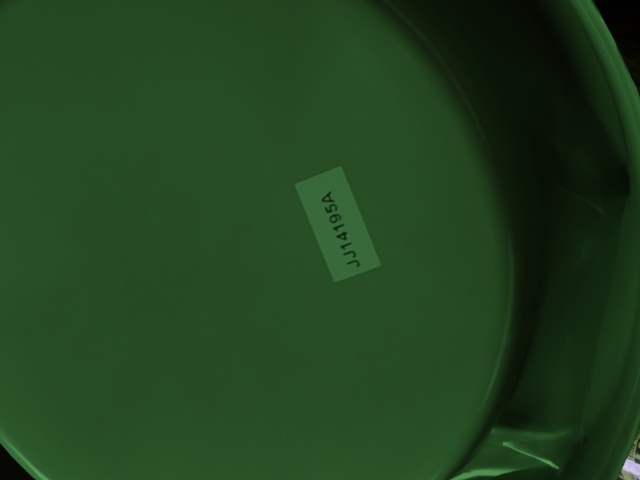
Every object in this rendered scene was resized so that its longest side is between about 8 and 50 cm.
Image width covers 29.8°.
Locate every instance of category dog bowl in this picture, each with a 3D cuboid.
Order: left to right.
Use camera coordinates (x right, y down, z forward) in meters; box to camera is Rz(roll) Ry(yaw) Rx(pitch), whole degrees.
[{"bbox_3d":[-0.037,-0.001,0.485,0.348,0.349,0.102,31,-160,9],"label":"dog bowl"}]

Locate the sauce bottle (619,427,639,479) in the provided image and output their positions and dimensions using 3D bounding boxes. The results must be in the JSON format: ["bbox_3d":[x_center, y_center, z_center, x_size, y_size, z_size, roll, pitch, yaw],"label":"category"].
[{"bbox_3d":[0.331,0.193,1.164,0.111,0.111,0.344,37,171,-36],"label":"sauce bottle"}]
